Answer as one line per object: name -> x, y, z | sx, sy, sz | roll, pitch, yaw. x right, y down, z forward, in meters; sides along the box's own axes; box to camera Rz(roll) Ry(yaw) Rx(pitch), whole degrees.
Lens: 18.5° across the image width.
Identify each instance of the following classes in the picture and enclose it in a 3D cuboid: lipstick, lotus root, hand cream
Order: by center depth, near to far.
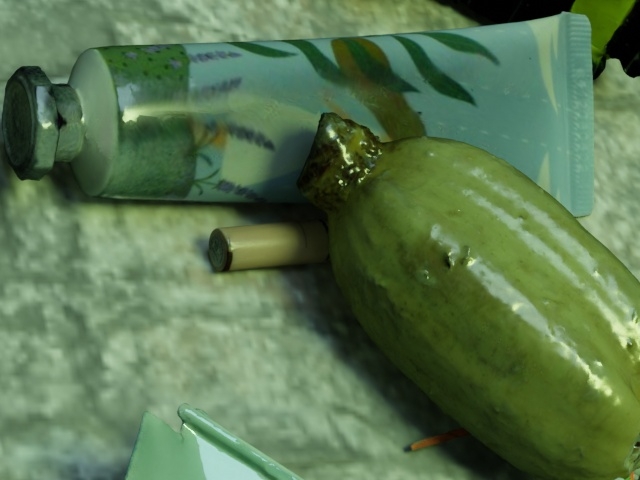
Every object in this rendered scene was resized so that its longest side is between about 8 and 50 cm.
lotus root -> 0.063, 0.020, 0.765 | 0.183, 0.077, 0.090 | 41, 53, 7
lipstick -> 0.000, 0.000, 0.798 | 0.094, 0.019, 0.019 | -5, 57, -30
hand cream -> 0.004, -0.052, 0.812 | 0.271, 0.058, 0.091 | -2, 89, -28

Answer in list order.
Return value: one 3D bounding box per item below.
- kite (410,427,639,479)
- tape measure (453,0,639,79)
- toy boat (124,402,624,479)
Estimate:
kite -> 0.116, 0.125, 0.765 | 0.244, 0.006, 0.198 | -17, 62, -35
tape measure -> 0.092, -0.184, 0.929 | 0.199, 0.112, 0.186 | 24, 55, -15
toy boat -> 0.075, 0.145, 0.677 | 0.210, 0.070, 0.292 | -29, 72, -33
